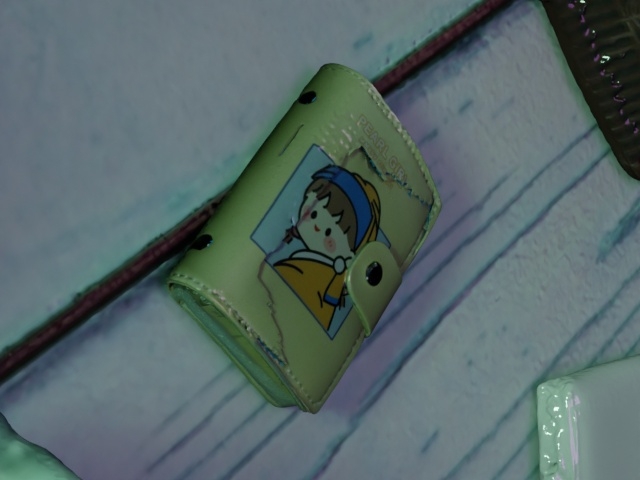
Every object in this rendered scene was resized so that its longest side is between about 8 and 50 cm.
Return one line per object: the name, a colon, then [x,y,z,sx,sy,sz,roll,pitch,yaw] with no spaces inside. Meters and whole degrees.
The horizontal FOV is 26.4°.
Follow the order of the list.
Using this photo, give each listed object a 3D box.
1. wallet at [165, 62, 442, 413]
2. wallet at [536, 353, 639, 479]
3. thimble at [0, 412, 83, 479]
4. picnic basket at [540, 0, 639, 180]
wallet: [0.000,0.000,0.691,0.110,0.039,0.155,51,57,-29]
wallet: [0.204,0.123,0.895,0.190,0.033,0.095,-9,93,-45]
thimble: [-0.134,0.187,0.436,0.172,0.205,0.250,-33,106,-40]
picnic basket: [0.245,-0.195,0.878,0.222,0.129,0.297,-47,119,-33]
